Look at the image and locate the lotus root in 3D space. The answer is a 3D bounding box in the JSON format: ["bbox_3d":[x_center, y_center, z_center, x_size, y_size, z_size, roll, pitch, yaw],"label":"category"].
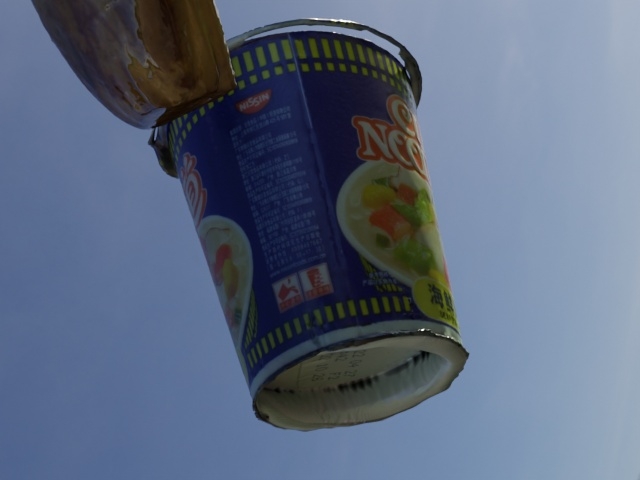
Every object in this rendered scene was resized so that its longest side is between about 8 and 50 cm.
[{"bbox_3d":[-0.110,-0.129,0.585,0.095,0.159,0.135,-25,-73,-5],"label":"lotus root"}]

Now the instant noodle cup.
[{"bbox_3d":[0.000,0.000,0.940,0.284,0.284,0.312,59,-166,-59],"label":"instant noodle cup"}]
